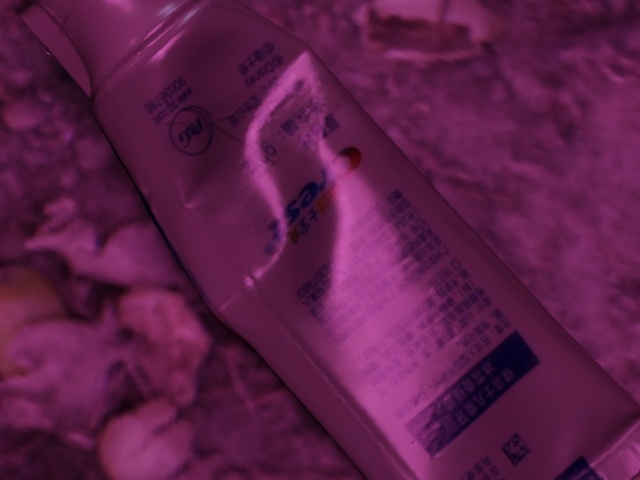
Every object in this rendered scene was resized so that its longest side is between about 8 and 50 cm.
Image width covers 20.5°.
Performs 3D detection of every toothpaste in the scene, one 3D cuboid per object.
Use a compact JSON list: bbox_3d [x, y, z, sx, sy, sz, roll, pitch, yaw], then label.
[{"bbox_3d":[0.000,0.000,0.614,0.096,0.061,0.266,-40,86,-15],"label":"toothpaste"}]
